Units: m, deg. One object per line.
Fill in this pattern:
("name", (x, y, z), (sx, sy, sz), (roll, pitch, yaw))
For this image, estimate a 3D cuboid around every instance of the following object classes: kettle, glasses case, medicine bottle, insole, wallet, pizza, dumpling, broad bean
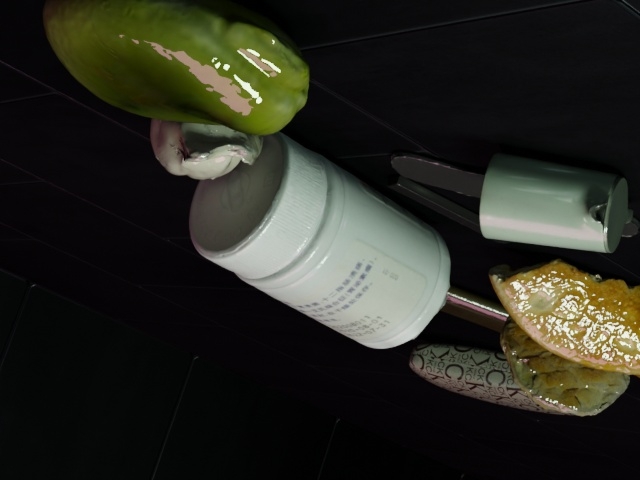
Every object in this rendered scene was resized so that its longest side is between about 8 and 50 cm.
("kettle", (0.264, -0.034, 1.725), (0.148, 0.098, 0.127), (9, 153, 22))
("glasses case", (0.325, 0.248, 2.771), (0.354, 0.085, 0.137), (10, 165, 32))
("medicine bottle", (0.000, 0.000, 2.005), (0.190, 0.190, 0.332), (4, 160, 45))
("insole", (0.232, -0.056, 1.855), (0.309, 0.012, 0.110), (15, 164, 14))
("wallet", (0.260, 0.112, 2.441), (0.198, 0.031, 0.110), (20, 167, -2))
("pizza", (0.352, 0.100, 2.095), (0.271, 0.134, 0.056), (20, -165, 2))
("dumpling", (-0.136, -0.126, 1.877), (0.136, 0.118, 0.199), (8, -162, -19))
("broad bean", (-0.148, -0.192, 1.598), (0.291, 0.119, 0.238), (17, 166, 8))

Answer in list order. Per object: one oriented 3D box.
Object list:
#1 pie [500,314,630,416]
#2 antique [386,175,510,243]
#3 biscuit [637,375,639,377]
("pie", (0.339, 0.154, 2.156), (0.195, 0.195, 0.046), (20, 149, -5))
("antique", (0.169, -0.040, 1.998), (0.192, 0.015, 0.031), (26, 166, -26))
("biscuit", (0.582, 0.216, 2.464), (0.236, 0.013, 0.232), (23, 166, -14))
